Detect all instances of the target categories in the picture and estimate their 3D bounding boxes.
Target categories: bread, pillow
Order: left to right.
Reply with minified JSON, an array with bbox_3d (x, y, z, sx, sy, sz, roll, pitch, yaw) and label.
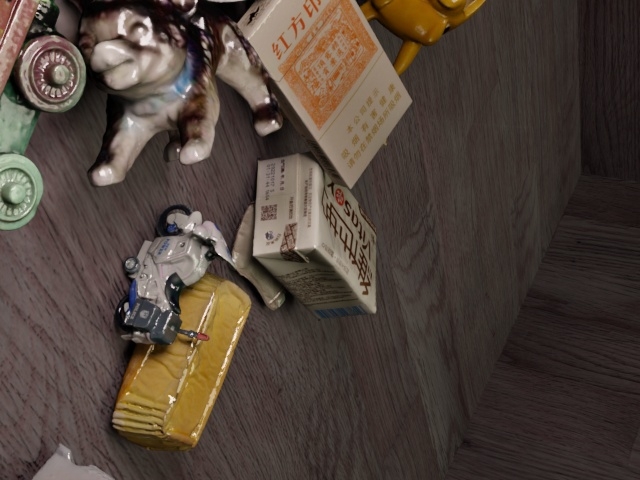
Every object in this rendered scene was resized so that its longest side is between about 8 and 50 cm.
[{"bbox_3d":[-0.210,0.184,1.441,0.152,0.119,0.288,46,59,-55],"label":"bread"},{"bbox_3d":[-0.100,0.032,1.672,0.131,0.038,0.233,-69,152,-20],"label":"pillow"}]

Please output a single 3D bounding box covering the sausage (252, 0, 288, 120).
[{"bbox_3d":[-0.063,-0.422,1.474,0.136,0.123,0.501,-23,126,-23],"label":"sausage"}]

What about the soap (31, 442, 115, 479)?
[{"bbox_3d":[-0.291,0.462,1.254,0.159,0.257,0.302,-47,140,-47],"label":"soap"}]

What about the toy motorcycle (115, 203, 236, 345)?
[{"bbox_3d":[-0.208,0.053,1.360,0.221,0.150,0.102,-68,157,-17],"label":"toy motorcycle"}]

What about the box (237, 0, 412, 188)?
[{"bbox_3d":[0.013,-0.270,1.489,0.205,0.051,0.365,-55,137,-15],"label":"box"}]

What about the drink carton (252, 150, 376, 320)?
[{"bbox_3d":[0.000,0.000,1.695,0.324,0.132,0.194,49,37,-57],"label":"drink carton"}]

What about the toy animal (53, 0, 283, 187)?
[{"bbox_3d":[-0.210,-0.243,1.174,0.344,0.194,0.303,-46,119,-74],"label":"toy animal"}]

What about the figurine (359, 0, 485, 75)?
[{"bbox_3d":[0.217,-0.529,1.785,0.401,0.268,0.387,82,30,-60],"label":"figurine"}]

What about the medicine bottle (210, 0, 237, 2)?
[{"bbox_3d":[-0.137,-0.497,1.270,0.179,0.124,0.324,-19,125,-22],"label":"medicine bottle"}]

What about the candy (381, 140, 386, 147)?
[{"bbox_3d":[0.079,-0.221,1.846,0.095,0.110,0.085,55,52,-35],"label":"candy"}]

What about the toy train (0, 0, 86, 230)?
[{"bbox_3d":[-0.384,-0.143,0.973,0.221,0.150,0.304,28,77,-51],"label":"toy train"}]
